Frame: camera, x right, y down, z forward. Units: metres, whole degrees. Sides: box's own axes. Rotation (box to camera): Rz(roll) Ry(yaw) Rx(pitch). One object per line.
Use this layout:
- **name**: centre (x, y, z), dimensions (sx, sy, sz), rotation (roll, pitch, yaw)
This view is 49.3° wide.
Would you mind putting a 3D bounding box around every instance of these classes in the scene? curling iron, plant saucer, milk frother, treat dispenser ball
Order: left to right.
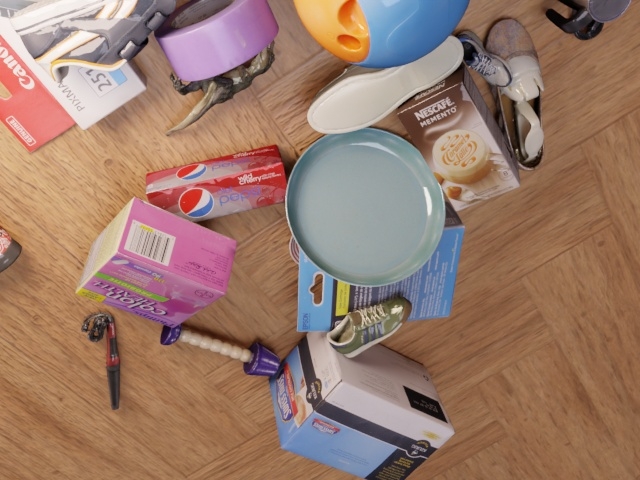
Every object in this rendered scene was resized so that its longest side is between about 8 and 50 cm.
- **curling iron**: centre (-0.475, 0.268, 1.550), dimensions (0.068, 0.035, 0.273), rotation (-4, 122, -5)
- **plant saucer**: centre (0.087, -0.064, 1.362), dimensions (0.318, 0.044, 0.317), rotation (2, 79, -10)
- **treat dispenser ball**: centre (0.094, -0.416, 1.089), dimensions (0.288, 0.288, 0.288), rotation (-6, 123, -9)
- **milk frother**: centre (0.502, -0.424, 1.267), dimensions (0.143, 0.134, 0.129), rotation (15, 118, -21)

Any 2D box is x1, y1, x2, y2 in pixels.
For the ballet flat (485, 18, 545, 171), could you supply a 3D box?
- **ballet flat**: centre (0.395, -0.272, 1.358), dimensions (0.108, 0.106, 0.315), rotation (-21, 124, 0)

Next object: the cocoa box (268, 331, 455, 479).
- **cocoa box**: centre (0.089, 0.385, 1.632), dimensions (0.347, 0.231, 0.228), rotation (29, 112, -27)

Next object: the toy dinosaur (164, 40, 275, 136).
- **toy dinosaur**: centre (-0.193, -0.272, 1.232), dimensions (0.268, 0.064, 0.118), rotation (-34, 161, 10)

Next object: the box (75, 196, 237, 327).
- **box**: centre (-0.316, 0.052, 1.333), dimensions (0.214, 0.117, 0.243), rotation (25, 147, -26)

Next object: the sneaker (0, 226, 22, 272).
- **sneaker**: centre (-0.720, 0.046, 1.322), dimensions (0.270, 0.090, 0.145), rotation (-35, 122, 6)

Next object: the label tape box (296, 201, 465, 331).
- **label tape box**: centre (0.115, 0.059, 1.495), dimensions (0.348, 0.115, 0.249), rotation (-5, 126, -10)

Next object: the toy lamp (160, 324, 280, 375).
- **toy lamp**: centre (-0.220, 0.244, 1.567), dimensions (0.275, 0.080, 0.080), rotation (22, 115, -22)

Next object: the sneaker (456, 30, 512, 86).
- **sneaker**: centre (0.295, -0.329, 1.290), dimensions (0.135, 0.058, 0.052), rotation (44, 128, 8)

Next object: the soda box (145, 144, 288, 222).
- **soda box**: centre (-0.197, -0.104, 1.345), dimensions (0.264, 0.083, 0.092), rotation (-13, 125, -5)

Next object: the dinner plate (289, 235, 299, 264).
- **dinner plate**: centre (0.000, 0.000, 1.490), dimensions (0.141, 0.017, 0.141), rotation (-10, 127, -13)

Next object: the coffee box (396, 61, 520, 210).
- **coffee box**: centre (0.266, -0.195, 1.341), dimensions (0.141, 0.098, 0.246), rotation (-24, 118, 27)

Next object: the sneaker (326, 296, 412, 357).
- **sneaker**: centre (0.096, 0.175, 1.461), dimensions (0.192, 0.064, 0.086), rotation (-39, 132, 20)

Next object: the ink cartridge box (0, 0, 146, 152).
- **ink cartridge box**: centre (-0.484, -0.310, 1.161), dimensions (0.261, 0.066, 0.296), rotation (-31, 123, 6)

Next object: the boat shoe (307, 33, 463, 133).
- **boat shoe**: centre (0.110, -0.299, 1.287), dimensions (0.305, 0.091, 0.109), rotation (-27, 133, 6)

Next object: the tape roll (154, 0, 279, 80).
- **tape roll**: centre (-0.168, -0.344, 1.135), dimensions (0.189, 0.189, 0.080), rotation (-25, 125, 4)

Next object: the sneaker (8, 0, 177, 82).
- **sneaker**: centre (-0.301, -0.345, 1.075), dimensions (0.321, 0.126, 0.127), rotation (-18, 119, 9)
